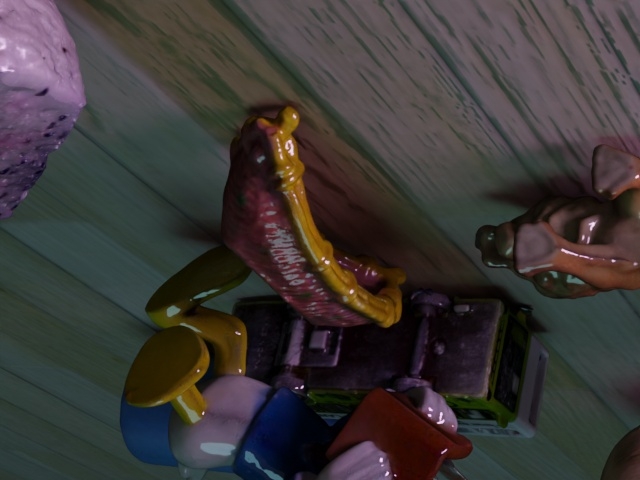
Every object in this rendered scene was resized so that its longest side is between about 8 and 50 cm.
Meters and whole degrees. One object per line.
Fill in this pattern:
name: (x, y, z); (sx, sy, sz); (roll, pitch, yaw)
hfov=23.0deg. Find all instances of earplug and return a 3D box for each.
earplug: (-0.061, 0.186, 1.629); (0.273, 0.132, 0.132); (5, 160, 31)

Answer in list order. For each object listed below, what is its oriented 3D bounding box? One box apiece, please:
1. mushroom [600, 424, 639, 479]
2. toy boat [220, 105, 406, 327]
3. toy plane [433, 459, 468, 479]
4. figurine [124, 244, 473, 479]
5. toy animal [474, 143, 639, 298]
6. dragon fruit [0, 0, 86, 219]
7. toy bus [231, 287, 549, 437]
mushroom: (0.404, 0.252, 1.504); (0.260, 0.254, 0.234); (8, 123, -3)
toy boat: (-0.005, 0.004, 1.214); (0.141, 0.099, 0.318); (48, 178, 29)
toy plane: (0.034, 0.219, 1.749); (0.326, 0.104, 0.223); (-8, 126, 49)
figurine: (0.013, 0.189, 1.336); (0.283, 0.204, 0.338); (-4, 125, 33)
toy animal: (0.248, -0.004, 1.082); (0.312, 0.097, 0.157); (0, 169, 22)
dragon fruit: (-0.277, -0.115, 0.908); (0.221, 0.204, 0.283); (-9, 158, -39)
toy bus: (0.055, 0.114, 1.456); (0.301, 0.113, 0.139); (-1, 156, 36)
